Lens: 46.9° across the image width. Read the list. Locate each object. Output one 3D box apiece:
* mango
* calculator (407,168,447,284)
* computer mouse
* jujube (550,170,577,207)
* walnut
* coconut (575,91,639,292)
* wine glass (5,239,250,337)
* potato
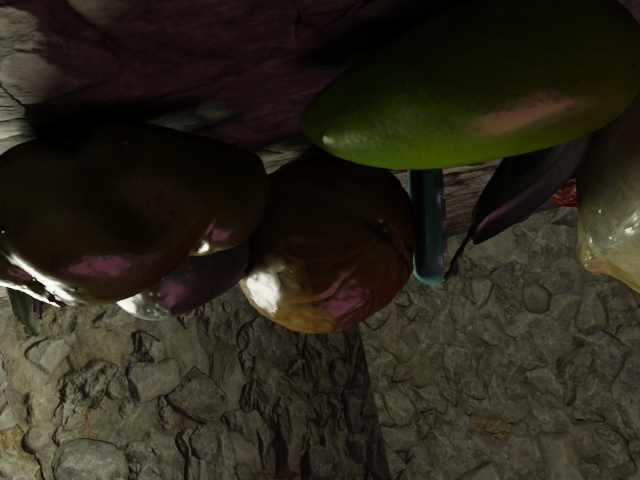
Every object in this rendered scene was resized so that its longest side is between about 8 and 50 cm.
[{"bbox_3d":[0.139,-0.150,0.734,0.343,0.156,0.192,-13,173,23],"label":"mango"},{"bbox_3d":[0.181,-0.053,1.238,0.054,0.256,0.386,-2,174,3],"label":"calculator"},{"bbox_3d":[0.299,-0.081,1.069,0.379,0.090,0.167,-59,160,16],"label":"computer mouse"},{"bbox_3d":[0.524,-0.153,1.371,0.250,0.174,0.174,-9,175,27],"label":"jujube"},{"bbox_3d":[0.000,0.000,1.193,0.332,0.333,0.333,-12,174,-1],"label":"walnut"},{"bbox_3d":[0.549,-0.070,1.098,0.404,0.405,0.404,-12,174,-1],"label":"coconut"},{"bbox_3d":[-0.279,0.009,1.065,0.322,0.238,0.238,-10,174,-34],"label":"wine glass"},{"bbox_3d":[-0.224,-0.038,0.862,0.351,0.203,0.218,-17,-172,-28],"label":"potato"}]
